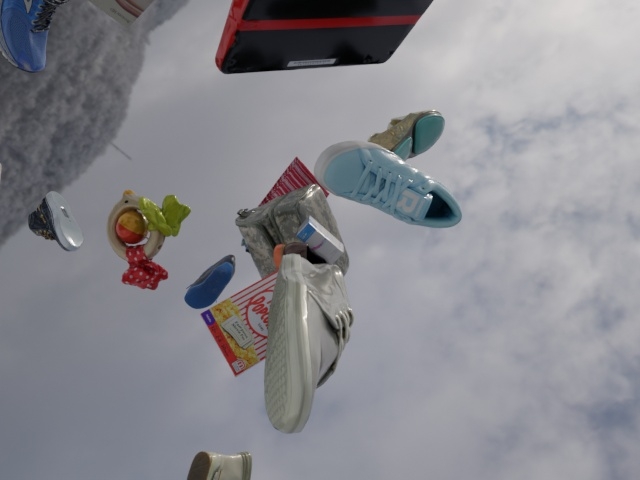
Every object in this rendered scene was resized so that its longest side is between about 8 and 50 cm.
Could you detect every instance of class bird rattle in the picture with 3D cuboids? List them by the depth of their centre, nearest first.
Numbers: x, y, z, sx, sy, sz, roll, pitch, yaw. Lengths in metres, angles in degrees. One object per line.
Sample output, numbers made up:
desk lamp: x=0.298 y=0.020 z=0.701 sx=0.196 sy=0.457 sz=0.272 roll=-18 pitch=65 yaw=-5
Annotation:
bird rattle: x=-0.436 y=-0.010 z=1.619 sx=0.206 sy=0.143 sz=0.254 roll=35 pitch=-67 yaw=19

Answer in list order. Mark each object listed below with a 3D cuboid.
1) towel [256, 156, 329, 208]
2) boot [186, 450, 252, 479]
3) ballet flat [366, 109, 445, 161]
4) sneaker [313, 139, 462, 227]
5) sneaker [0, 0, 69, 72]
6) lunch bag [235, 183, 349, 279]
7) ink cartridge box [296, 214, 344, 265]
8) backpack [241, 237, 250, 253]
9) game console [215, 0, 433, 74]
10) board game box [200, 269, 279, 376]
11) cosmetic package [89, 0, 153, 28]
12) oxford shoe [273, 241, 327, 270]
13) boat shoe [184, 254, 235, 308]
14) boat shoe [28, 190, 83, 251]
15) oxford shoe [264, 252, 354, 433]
towel: x=-0.096 y=-0.109 z=2.152 sx=0.031 sy=0.199 sz=0.275 roll=14 pitch=-116 yaw=49
boot: x=-0.249 y=0.595 z=1.542 sx=0.077 sy=0.165 sz=0.213 roll=20 pitch=-90 yaw=39
ballet flat: x=0.198 y=-0.256 z=1.666 sx=0.123 sy=0.123 sz=0.348 roll=-14 pitch=-161 yaw=43
sneaker: x=0.163 y=-0.112 z=1.397 sx=0.150 sy=0.365 sz=0.135 roll=42 pitch=-64 yaw=52
sneaker: x=-0.588 y=-0.503 z=1.358 sx=0.130 sy=0.147 sz=0.330 roll=-68 pitch=172 yaw=-59
lunch bag: x=-0.088 y=0.020 z=1.932 sx=0.255 sy=0.305 sz=0.212 roll=-15 pitch=-161 yaw=28
ink cartridge box: x=0.000 y=0.000 z=1.716 sx=0.052 sy=0.122 sz=0.088 roll=-48 pitch=-172 yaw=12
backpack: x=-0.224 y=-0.014 z=2.287 sx=0.114 sy=0.084 sz=0.105 roll=-62 pitch=-176 yaw=13
game console: x=0.025 y=-0.419 z=1.179 sx=0.342 sy=0.386 sz=0.060 roll=-42 pitch=-119 yaw=62
board game box: x=-0.128 y=0.169 z=1.363 sx=0.193 sy=0.147 sz=0.045 roll=-30 pitch=169 yaw=-15
cosmetic package: x=-0.449 y=-0.695 z=1.622 sx=0.296 sy=0.153 sz=0.129 roll=-42 pitch=-120 yaw=14
oxford shoe: x=-0.018 y=0.102 z=1.692 sx=0.098 sy=0.271 sz=0.097 roll=-12 pitch=-130 yaw=23
boat shoe: x=-0.346 y=0.139 z=2.153 sx=0.258 sy=0.109 sz=0.089 roll=-34 pitch=-159 yaw=34
boat shoe: x=-0.571 y=-0.021 z=1.417 sx=0.083 sy=0.065 sz=0.183 roll=-43 pitch=-129 yaw=9
oxford shoe: x=-0.012 y=0.131 z=0.984 sx=0.449 sy=0.129 sz=0.169 roll=-94 pitch=-161 yaw=-74
